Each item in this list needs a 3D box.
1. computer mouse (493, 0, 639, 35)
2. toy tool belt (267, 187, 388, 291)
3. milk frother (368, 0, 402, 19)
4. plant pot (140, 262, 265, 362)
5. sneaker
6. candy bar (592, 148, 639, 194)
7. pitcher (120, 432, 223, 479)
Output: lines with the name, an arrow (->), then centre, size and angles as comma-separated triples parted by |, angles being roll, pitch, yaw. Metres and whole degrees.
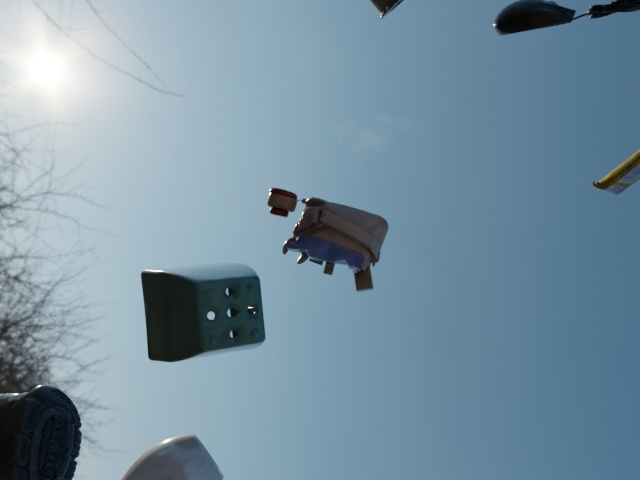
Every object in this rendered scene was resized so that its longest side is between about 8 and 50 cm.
computer mouse -> 0.346, -0.319, 0.796 | 0.071, 0.242, 0.041 | -147, -135, -68
toy tool belt -> 0.000, 0.000, 0.380 | 0.083, 0.052, 0.051 | 16, -93, 5
milk frother -> 0.076, -0.330, 0.585 | 0.135, 0.129, 0.143 | 47, -18, -10
plant pot -> -0.189, 0.121, 0.988 | 0.234, 0.166, 0.165 | -9, -94, 60
sneaker -> -0.308, 0.275, 0.515 | 0.130, 0.286, 0.109 | -4, -31, 14
candy bar -> 0.341, -0.095, 0.583 | 0.161, 0.040, 0.018 | 125, -36, -51
pitcher -> -0.249, 0.379, 0.843 | 0.125, 0.207, 0.178 | 51, -18, 10
